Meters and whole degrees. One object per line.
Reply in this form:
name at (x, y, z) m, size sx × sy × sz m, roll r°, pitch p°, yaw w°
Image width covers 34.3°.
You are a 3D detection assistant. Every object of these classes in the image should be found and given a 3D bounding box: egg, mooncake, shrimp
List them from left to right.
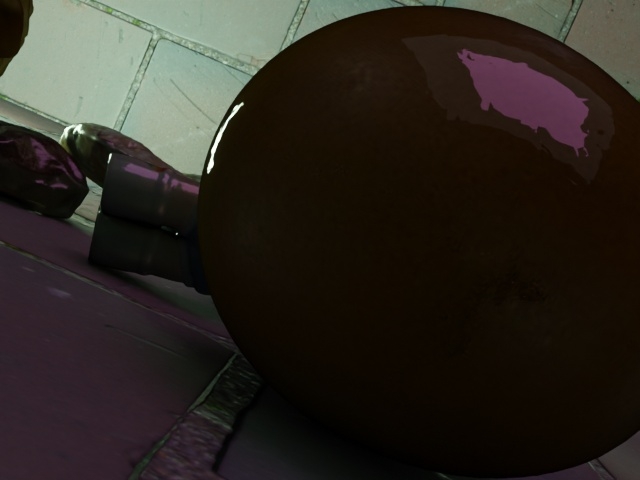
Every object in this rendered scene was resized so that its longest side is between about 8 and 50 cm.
mooncake at (-0.311, -0.080, 1.060) m, size 0.130 × 0.073 × 0.125 m, roll 19°, pitch 7°, yaw -36°
shrimp at (-0.096, -0.019, 1.116) m, size 0.446 × 0.110 × 0.221 m, roll 27°, pitch -9°, yaw 17°
egg at (0.074, -0.002, 0.655) m, size 0.283 × 0.282 × 0.351 m, roll 21°, pitch 12°, yaw -40°

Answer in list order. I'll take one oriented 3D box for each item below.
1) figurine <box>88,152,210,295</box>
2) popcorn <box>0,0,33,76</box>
figurine at (-0.009, 0.029, 0.907) m, size 0.382 × 0.224 × 0.205 m, roll -2°, pitch 20°, yaw -7°
popcorn at (-0.414, -0.220, 1.031) m, size 0.225 × 0.265 × 0.332 m, roll 46°, pitch -16°, yaw 1°
